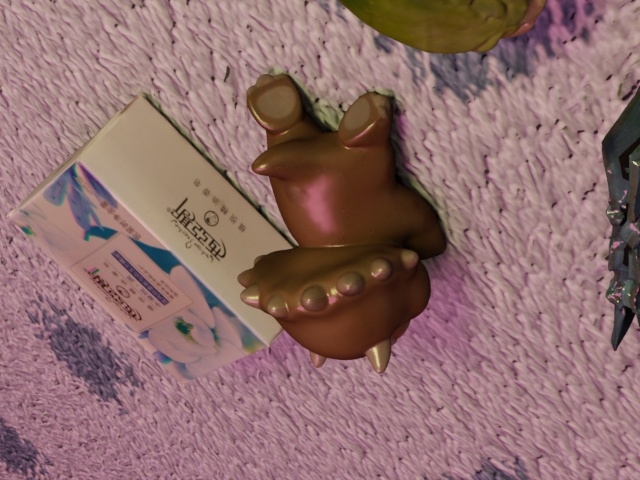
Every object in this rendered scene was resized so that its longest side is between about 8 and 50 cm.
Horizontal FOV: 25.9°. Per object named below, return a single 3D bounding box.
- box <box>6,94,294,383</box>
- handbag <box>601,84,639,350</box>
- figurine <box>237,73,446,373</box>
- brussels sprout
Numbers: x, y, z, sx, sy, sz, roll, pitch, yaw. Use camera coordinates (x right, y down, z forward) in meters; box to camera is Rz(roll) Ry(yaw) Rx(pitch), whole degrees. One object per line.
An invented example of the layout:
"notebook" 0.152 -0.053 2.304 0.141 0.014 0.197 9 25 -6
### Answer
"box" -0.167 0.007 1.474 0.274 0.116 0.203 46 147 -12
"handbag" 0.250 -0.029 1.015 0.057 0.144 0.221 20 144 27
"figurine" 0.005 0.004 1.259 0.177 0.173 0.247 15 141 32
"brussels sprout" 0.076 -0.212 0.961 0.180 0.144 0.162 8 121 4
